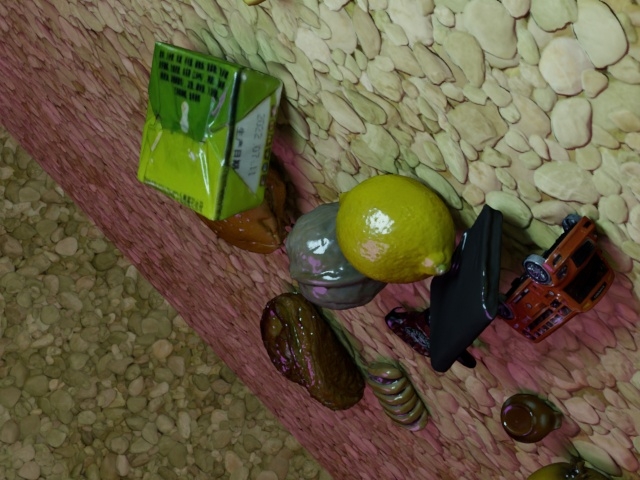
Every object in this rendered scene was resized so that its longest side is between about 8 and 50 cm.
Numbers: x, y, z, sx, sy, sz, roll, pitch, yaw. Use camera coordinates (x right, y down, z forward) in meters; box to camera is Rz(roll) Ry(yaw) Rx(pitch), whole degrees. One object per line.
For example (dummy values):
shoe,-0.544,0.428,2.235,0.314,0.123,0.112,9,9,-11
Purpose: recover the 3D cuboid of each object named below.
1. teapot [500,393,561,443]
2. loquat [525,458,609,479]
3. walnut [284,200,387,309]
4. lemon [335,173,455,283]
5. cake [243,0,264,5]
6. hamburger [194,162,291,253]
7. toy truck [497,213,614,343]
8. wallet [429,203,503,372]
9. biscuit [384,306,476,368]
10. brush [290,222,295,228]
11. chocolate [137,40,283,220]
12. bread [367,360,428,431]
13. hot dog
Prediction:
teapot,0.422,0.355,1.676,0.129,0.078,0.098,-12,79,51
loquat,0.502,0.544,1.673,0.208,0.208,0.208,39,158,20
walnut,0.041,0.030,1.620,0.224,0.224,0.224,39,158,20
lemon,0.127,-0.017,1.424,0.244,0.187,0.187,31,154,31
cake,-0.090,-0.398,1.302,0.084,0.084,0.044,9,135,58
hamburger,-0.194,-0.103,1.908,0.314,0.170,0.290,36,163,23
toy truck,0.349,0.064,1.244,0.114,0.107,0.252,43,160,10
wallet,0.240,0.088,1.399,0.051,0.197,0.377,7,158,-3
biscuit,0.233,0.199,1.763,0.151,0.063,0.235,51,161,-7
brush,0.000,0.000,1.921,0.193,0.016,0.063,29,151,39
chocolate,-0.219,-0.217,1.632,0.301,0.137,0.288,27,113,44
bread,0.191,0.402,2.177,0.134,0.081,0.225,15,143,56
hot dog,-0.030,0.318,2.322,0.267,0.174,0.387,15,143,58
